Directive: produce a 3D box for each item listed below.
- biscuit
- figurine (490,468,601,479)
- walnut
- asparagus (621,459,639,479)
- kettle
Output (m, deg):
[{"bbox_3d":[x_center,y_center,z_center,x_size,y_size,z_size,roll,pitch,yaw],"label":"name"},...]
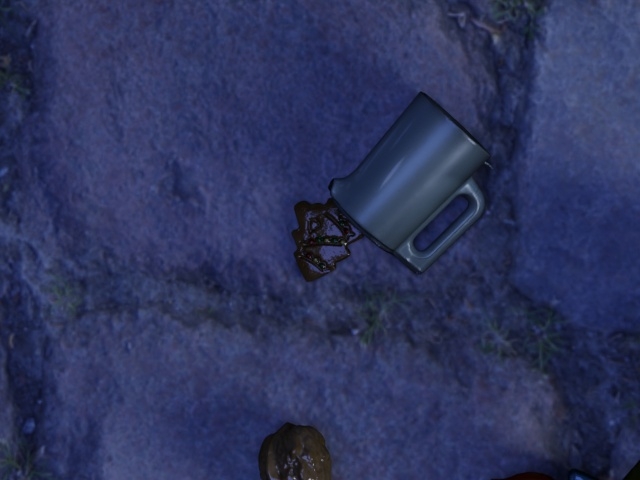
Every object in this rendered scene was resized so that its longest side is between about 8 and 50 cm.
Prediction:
[{"bbox_3d":[0.000,0.000,1.699,0.082,0.016,0.092,24,90,13],"label":"biscuit"},{"bbox_3d":[0.238,0.264,1.601,0.140,0.068,0.075,6,91,11],"label":"figurine"},{"bbox_3d":[-0.026,0.235,1.658,0.079,0.082,0.096,-23,72,40],"label":"walnut"},{"bbox_3d":[0.259,0.316,1.540,0.085,0.082,0.343,32,116,-2],"label":"asparagus"},{"bbox_3d":[0.098,-0.062,1.651,0.148,0.127,0.098,-48,46,8],"label":"kettle"}]
